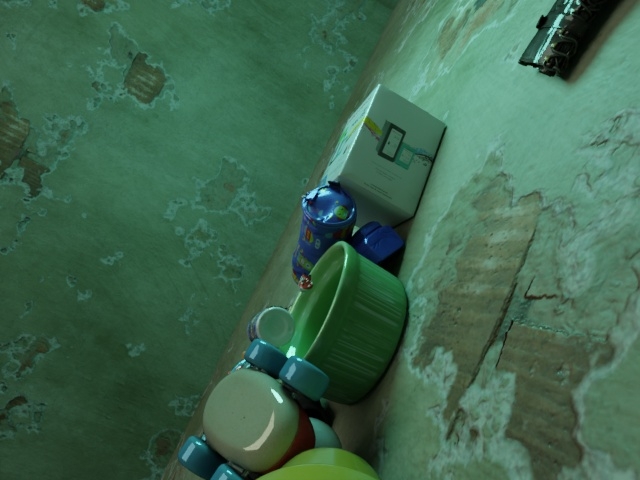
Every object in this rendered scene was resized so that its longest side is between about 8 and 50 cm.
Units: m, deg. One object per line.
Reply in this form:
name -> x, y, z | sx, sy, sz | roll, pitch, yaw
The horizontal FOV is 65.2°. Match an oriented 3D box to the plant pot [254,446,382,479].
plant pot -> 0.001, 0.352, 0.545 | 0.253, 0.254, 0.239 | -63, -5, -1

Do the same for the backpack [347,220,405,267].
backpack -> 0.111, 0.023, 1.106 | 0.098, 0.101, 0.120 | -26, -19, -35

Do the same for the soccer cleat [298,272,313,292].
soccer cleat -> -0.033, 0.093, 1.023 | 0.083, 0.029, 0.035 | -98, 28, -76

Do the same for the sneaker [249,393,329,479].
sneaker -> -0.080, 0.437, 0.998 | 0.295, 0.105, 0.147 | -61, 5, -14

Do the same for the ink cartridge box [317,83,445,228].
ink cartridge box -> 0.141, -0.189, 1.223 | 0.269, 0.197, 0.198 | -67, 12, -21

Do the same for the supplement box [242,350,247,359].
supplement box -> -0.100, 0.310, 1.222 | 0.234, 0.080, 0.077 | -13, 70, 48

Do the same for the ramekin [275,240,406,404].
ramekin -> 0.038, 0.167, 0.985 | 0.303, 0.148, 0.303 | -58, 12, 20

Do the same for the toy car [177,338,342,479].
toy car -> -0.053, 0.321, 0.799 | 0.210, 0.238, 0.219 | 7, 57, 53

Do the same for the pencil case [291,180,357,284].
pencil case -> 0.000, 0.000, 1.175 | 0.119, 0.133, 0.306 | -47, -18, -32

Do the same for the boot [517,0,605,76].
boot -> 0.408, -0.356, 0.752 | 0.263, 0.091, 0.228 | -86, 20, -73

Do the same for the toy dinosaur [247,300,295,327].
toy dinosaur -> -0.061, 0.236, 1.405 | 0.218, 0.164, 0.322 | -28, 15, 45

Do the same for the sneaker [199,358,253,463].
sneaker -> -0.143, 0.358, 1.037 | 0.261, 0.125, 0.104 | -70, -31, -43

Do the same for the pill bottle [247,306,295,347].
pill bottle -> -0.105, 0.179, 1.010 | 0.078, 0.078, 0.137 | -67, 12, -20
